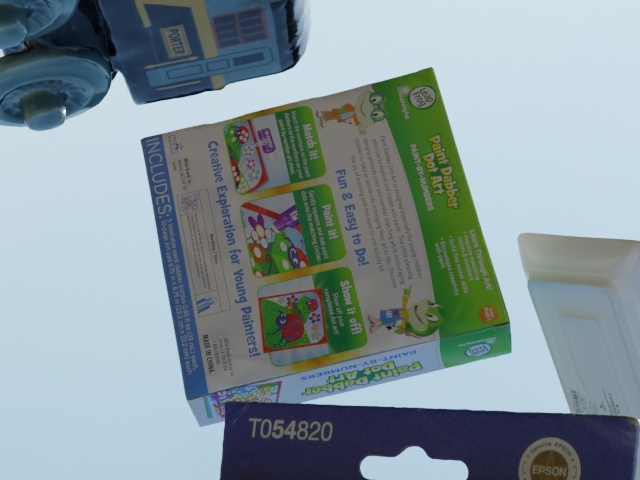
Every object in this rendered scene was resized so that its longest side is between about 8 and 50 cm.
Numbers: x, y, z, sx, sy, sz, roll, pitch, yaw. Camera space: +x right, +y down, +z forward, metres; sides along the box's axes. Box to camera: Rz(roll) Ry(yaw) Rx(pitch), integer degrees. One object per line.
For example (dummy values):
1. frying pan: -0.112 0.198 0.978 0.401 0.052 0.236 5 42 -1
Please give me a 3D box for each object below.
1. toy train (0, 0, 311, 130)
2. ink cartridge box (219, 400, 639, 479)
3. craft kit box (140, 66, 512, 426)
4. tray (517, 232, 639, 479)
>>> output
1. toy train: -0.105 -0.167 0.801 0.190 0.142 0.334 -13 159 -2
2. ink cartridge box: 0.026 0.182 0.733 0.223 0.045 0.224 -2 -102 32
3. craft kit box: 0.000 0.000 1.298 0.246 0.061 0.250 -14 -123 3
4. tray: 0.231 0.123 1.292 0.030 0.270 0.145 -30 -161 -28
